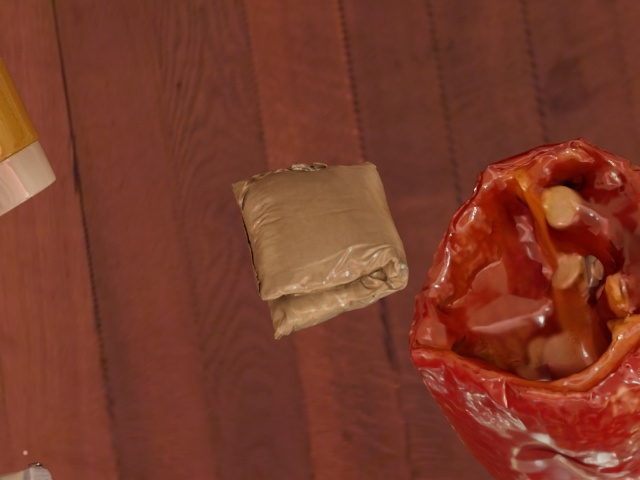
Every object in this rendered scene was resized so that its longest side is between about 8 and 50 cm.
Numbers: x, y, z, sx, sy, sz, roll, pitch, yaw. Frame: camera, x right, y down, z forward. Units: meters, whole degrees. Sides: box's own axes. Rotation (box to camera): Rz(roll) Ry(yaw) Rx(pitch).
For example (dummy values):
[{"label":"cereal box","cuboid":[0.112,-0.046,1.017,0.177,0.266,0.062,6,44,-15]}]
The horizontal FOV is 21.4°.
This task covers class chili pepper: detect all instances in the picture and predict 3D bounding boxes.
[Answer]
[{"label":"chili pepper","cuboid":[0.145,0.084,0.824,0.131,0.338,0.134,18,72,22]}]

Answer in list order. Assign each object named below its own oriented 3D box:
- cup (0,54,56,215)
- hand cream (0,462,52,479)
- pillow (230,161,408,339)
[{"label":"cup","cuboid":[-0.390,-0.104,1.604,0.241,0.185,0.226,-28,99,18]},{"label":"hand cream","cuboid":[-0.245,0.157,0.850,0.256,0.055,0.088,6,66,-39]},{"label":"pillow","cuboid":[0.000,0.000,1.468,0.134,0.181,0.077,-15,126,1]}]
